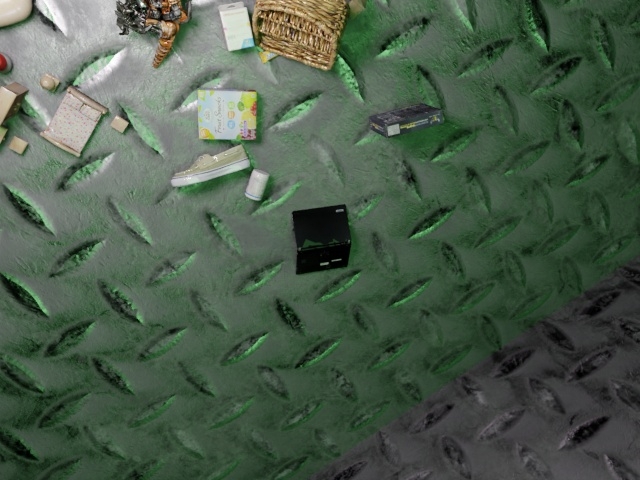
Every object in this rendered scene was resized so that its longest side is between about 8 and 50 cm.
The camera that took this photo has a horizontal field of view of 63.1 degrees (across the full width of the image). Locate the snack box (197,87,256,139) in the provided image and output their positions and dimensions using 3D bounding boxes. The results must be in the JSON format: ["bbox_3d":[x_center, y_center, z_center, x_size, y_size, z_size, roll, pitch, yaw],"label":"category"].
[{"bbox_3d":[-0.337,-0.455,1.879,0.207,0.070,0.174,-2,114,-13],"label":"snack box"}]

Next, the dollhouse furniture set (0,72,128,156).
[{"bbox_3d":[-0.877,-0.352,1.715,0.356,0.174,0.303,31,102,-24],"label":"dollhouse furniture set"}]

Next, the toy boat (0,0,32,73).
[{"bbox_3d":[-1.008,-0.672,1.574,0.268,0.148,0.318,-8,107,-18],"label":"toy boat"}]

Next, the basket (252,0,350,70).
[{"bbox_3d":[-0.071,-0.712,1.720,0.299,0.213,0.223,20,105,-1],"label":"basket"}]

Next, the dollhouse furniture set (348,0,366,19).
[{"bbox_3d":[0.061,-0.846,1.848,0.144,0.123,0.151,35,134,-25],"label":"dollhouse furniture set"}]

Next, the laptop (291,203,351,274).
[{"bbox_3d":[0.000,0.000,2.200,0.234,0.136,0.264,-8,140,-12],"label":"laptop"}]

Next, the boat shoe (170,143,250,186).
[{"bbox_3d":[-0.412,-0.275,1.930,0.302,0.109,0.094,-20,101,-16],"label":"boat shoe"}]

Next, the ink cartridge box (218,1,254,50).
[{"bbox_3d":[-0.288,-0.726,1.766,0.092,0.090,0.143,-14,114,-10],"label":"ink cartridge box"}]

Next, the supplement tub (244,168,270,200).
[{"bbox_3d":[-0.244,-0.214,2.008,0.071,0.071,0.107,16,106,-21],"label":"supplement tub"}]

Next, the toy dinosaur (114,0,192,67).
[{"bbox_3d":[-0.525,-0.706,1.660,0.219,0.164,0.321,8,114,-13],"label":"toy dinosaur"}]

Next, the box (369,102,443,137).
[{"bbox_3d":[0.325,-0.462,1.997,0.233,0.183,0.059,-16,116,-10],"label":"box"}]

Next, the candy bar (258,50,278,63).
[{"bbox_3d":[-0.142,-0.686,1.865,0.162,0.018,0.040,-26,117,-3],"label":"candy bar"}]
